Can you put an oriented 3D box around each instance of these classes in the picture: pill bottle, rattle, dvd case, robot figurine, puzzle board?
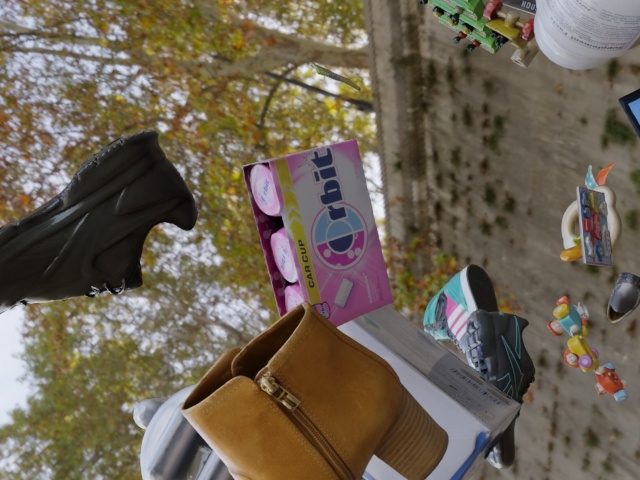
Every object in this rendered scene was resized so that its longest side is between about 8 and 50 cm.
[{"bbox_3d":[0.284,-0.253,0.763,0.131,0.131,0.229,-59,-7,-4],"label":"pill bottle"},{"bbox_3d":[0.533,-0.064,1.573,0.142,0.130,0.200,3,-74,-30],"label":"rattle"},{"bbox_3d":[0.433,-0.402,1.387,0.179,0.238,0.030,-26,-43,-61],"label":"dvd case"},{"bbox_3d":[-0.136,0.317,1.156,0.200,0.300,0.353,-58,-14,-8],"label":"robot figurine"},{"bbox_3d":[0.460,-0.022,1.299,0.096,0.011,0.128,5,-101,-44],"label":"puzzle board"}]

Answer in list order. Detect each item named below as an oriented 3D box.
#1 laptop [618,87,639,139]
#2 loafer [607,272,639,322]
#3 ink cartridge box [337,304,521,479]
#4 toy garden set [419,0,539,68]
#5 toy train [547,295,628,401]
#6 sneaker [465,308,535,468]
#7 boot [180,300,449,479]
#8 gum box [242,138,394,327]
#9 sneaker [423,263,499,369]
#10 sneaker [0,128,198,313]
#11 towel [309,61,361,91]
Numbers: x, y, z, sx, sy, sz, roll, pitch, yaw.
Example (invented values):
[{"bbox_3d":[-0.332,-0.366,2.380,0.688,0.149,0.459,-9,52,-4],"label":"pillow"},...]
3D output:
[{"bbox_3d":[0.377,-0.119,0.610,0.234,0.137,0.264,-27,-5,20],"label":"laptop"},{"bbox_3d":[0.582,0.112,1.483,0.061,0.062,0.170,-57,-26,-13],"label":"loafer"},{"bbox_3d":[0.126,0.220,1.108,0.151,0.270,0.395,-56,-20,8],"label":"ink cartridge box"},{"bbox_3d":[0.215,-0.296,1.078,0.049,0.203,0.244,-56,-22,8],"label":"toy garden set"},{"bbox_3d":[0.401,0.168,1.187,0.046,0.166,0.125,-37,-40,27],"label":"toy train"},{"bbox_3d":[0.313,0.245,1.308,0.101,0.106,0.267,115,155,-70],"label":"sneaker"},{"bbox_3d":[-0.046,0.211,0.683,0.211,0.104,0.295,40,-90,-19],"label":"boot"},{"bbox_3d":[0.000,0.000,0.806,0.107,0.062,0.188,-18,-82,-31],"label":"gum box"},{"bbox_3d":[0.330,0.221,1.840,0.123,0.296,0.178,18,-37,-28],"label":"sneaker"},{"bbox_3d":[-0.246,0.017,0.763,0.286,0.109,0.130,-37,-75,-2],"label":"sneaker"},{"bbox_3d":[0.024,-0.267,1.277,0.083,0.060,0.009,18,-70,-25],"label":"towel"}]
